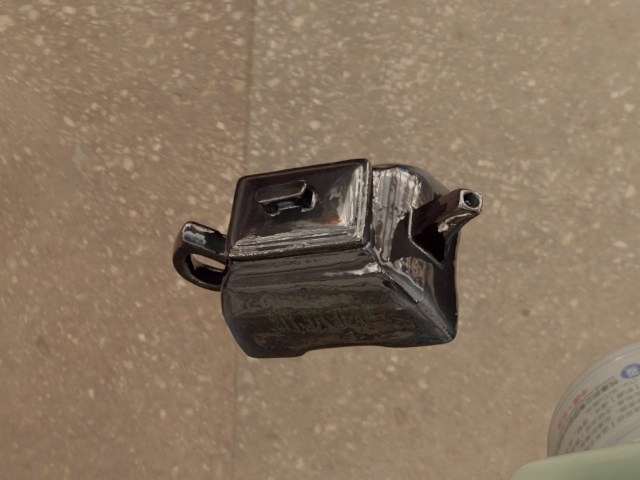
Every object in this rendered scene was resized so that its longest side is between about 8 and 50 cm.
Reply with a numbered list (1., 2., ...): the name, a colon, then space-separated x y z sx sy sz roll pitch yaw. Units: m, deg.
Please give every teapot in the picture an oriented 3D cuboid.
1. teapot: 0.000 0.000 0.496 0.096 0.177 0.087 51 39 -51

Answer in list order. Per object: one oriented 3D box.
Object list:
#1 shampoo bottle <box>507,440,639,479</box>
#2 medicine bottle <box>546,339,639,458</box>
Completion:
1. shampoo bottle: 0.157 0.110 0.251 0.078 0.359 0.134 9 71 -16
2. medicine bottle: 0.347 0.253 0.878 0.245 0.306 0.245 1 113 2
